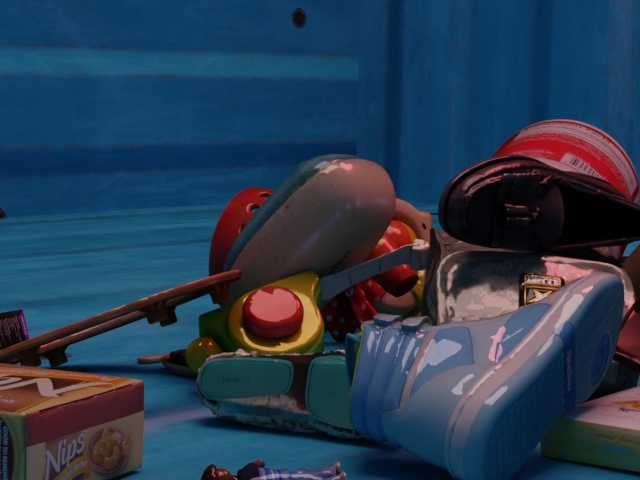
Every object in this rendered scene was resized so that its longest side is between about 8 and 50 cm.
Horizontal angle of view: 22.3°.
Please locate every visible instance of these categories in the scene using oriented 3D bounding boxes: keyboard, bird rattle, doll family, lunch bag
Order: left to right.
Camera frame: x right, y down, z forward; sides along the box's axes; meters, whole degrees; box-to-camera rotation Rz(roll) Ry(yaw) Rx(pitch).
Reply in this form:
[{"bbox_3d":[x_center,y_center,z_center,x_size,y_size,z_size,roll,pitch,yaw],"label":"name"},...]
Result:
[{"bbox_3d":[-0.026,0.206,1.206,0.111,0.076,0.193,-4,2,-10],"label":"doll family"},{"bbox_3d":[0.083,0.042,2.222,0.253,0.207,0.143,8,-17,-32],"label":"bird rattle"},{"bbox_3d":[0.241,0.091,1.904,0.235,0.169,0.287,5,14,-2],"label":"lunch bag"},{"bbox_3d":[0.382,0.109,1.796,0.100,0.038,0.192,25,35,18],"label":"keyboard"}]

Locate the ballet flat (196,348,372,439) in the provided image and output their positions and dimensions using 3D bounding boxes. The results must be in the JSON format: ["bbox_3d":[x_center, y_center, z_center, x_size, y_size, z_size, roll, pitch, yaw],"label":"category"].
[{"bbox_3d":[-0.010,0.155,1.646,0.241,0.091,0.077,8,-16,23],"label":"ballet flat"}]

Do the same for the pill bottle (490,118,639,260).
[{"bbox_3d":[0.321,-0.039,2.255,0.229,0.229,0.408,3,17,17],"label":"pill bottle"}]

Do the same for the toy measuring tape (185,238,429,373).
[{"bbox_3d":[0.003,0.092,1.856,0.330,0.121,0.121,-20,14,-22],"label":"toy measuring tape"}]

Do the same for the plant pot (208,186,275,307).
[{"bbox_3d":[-0.040,0.027,2.316,0.174,0.191,0.191,9,9,31],"label":"plant pot"}]

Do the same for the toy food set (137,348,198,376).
[{"bbox_3d":[-0.127,0.136,1.956,0.132,0.038,0.192,-4,8,-40],"label":"toy food set"}]

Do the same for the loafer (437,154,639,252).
[{"bbox_3d":[0.268,-0.036,1.874,0.302,0.109,0.095,1,14,-42],"label":"loafer"}]

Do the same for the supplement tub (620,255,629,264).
[{"bbox_3d":[0.408,0.069,2.411,0.106,0.106,0.198,-3,8,-37],"label":"supplement tub"}]

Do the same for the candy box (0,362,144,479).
[{"bbox_3d":[-0.338,0.161,1.448,0.316,0.087,0.183,5,7,26],"label":"candy box"}]

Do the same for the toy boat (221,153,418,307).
[{"bbox_3d":[0.000,0.000,2.008,0.148,0.267,0.318,49,19,25],"label":"toy boat"}]

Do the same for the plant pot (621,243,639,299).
[{"bbox_3d":[0.507,0.041,2.043,0.229,0.263,0.263,-37,-13,27],"label":"plant pot"}]

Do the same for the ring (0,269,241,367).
[{"bbox_3d":[-0.242,0.103,1.806,0.337,0.032,0.336,-19,-2,-1],"label":"ring"}]

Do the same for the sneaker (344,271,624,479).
[{"bbox_3d":[0.145,0.099,1.544,0.208,0.127,0.319,16,31,31],"label":"sneaker"}]

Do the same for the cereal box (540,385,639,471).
[{"bbox_3d":[0.349,0.182,1.594,0.173,0.047,0.240,4,6,38],"label":"cereal box"}]

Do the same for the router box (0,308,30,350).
[{"bbox_3d":[-0.434,0.120,1.807,0.179,0.046,0.133,-12,1,26],"label":"router box"}]
